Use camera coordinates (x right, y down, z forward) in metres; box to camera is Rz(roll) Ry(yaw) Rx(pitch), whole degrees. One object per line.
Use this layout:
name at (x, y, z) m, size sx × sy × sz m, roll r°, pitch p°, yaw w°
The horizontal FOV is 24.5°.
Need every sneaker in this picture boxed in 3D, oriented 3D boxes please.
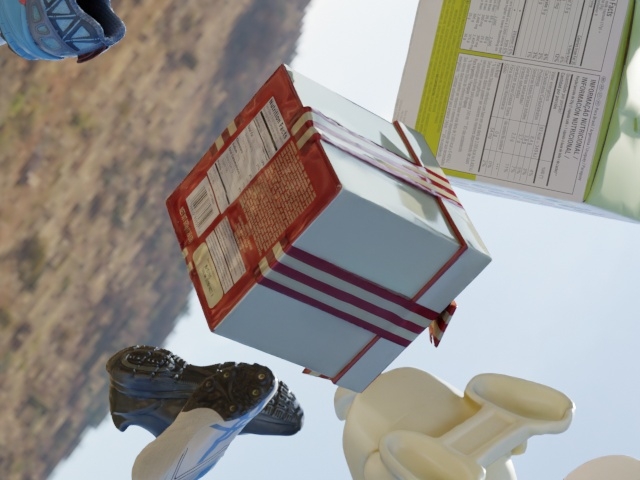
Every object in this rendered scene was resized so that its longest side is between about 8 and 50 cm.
sneaker at (-0.163, 0.236, 2.066) m, size 0.109 × 0.286 × 0.130 m, roll -58°, pitch 159°, yaw -64°
sneaker at (-0.145, 0.249, 1.925) m, size 0.237 × 0.086 × 0.085 m, roll -42°, pitch -127°, yaw 7°
sneaker at (-0.216, -0.288, 1.302) m, size 0.104 × 0.125 × 0.261 m, roll -34°, pitch 128°, yaw -59°

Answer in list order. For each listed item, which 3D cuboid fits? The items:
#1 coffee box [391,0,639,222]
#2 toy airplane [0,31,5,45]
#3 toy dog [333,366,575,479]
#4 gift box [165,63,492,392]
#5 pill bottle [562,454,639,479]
coffee box at (0.343, -0.228, 2.247) m, size 0.338 × 0.334 × 0.338 m, roll 10°, pitch 93°, yaw -61°
toy airplane at (-0.456, -0.248, 1.368) m, size 0.384 × 0.386 × 0.272 m, roll -19°, pitch 112°, yaw -71°
toy dog at (0.155, 0.410, 2.092) m, size 0.284 × 0.395 × 0.407 m, roll -35°, pitch 131°, yaw -45°
gift box at (0.000, 0.000, 1.616) m, size 0.276 × 0.258 × 0.255 m, roll -45°, pitch -138°, yaw 27°
pill bottle at (0.425, 0.402, 1.717) m, size 0.210 × 0.363 × 0.210 m, roll -32°, pitch -141°, yaw 30°
